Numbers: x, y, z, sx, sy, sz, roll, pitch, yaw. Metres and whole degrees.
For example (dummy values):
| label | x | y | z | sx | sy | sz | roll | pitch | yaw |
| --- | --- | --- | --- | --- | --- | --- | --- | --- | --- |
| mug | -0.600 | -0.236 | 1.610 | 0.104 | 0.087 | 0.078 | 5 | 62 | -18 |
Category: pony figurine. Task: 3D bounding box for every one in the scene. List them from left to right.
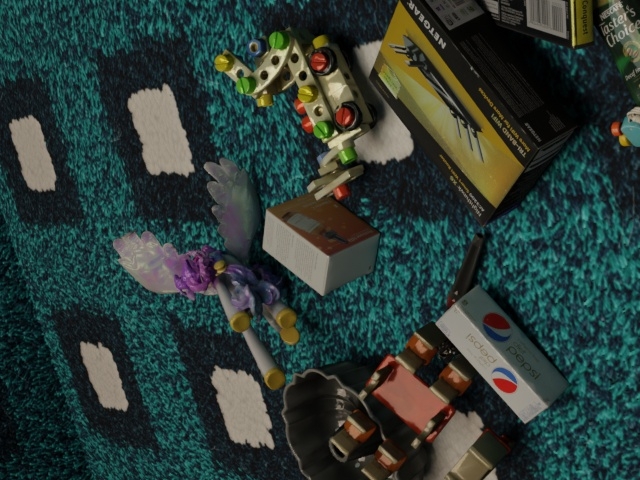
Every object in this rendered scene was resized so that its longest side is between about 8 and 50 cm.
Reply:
| label | x | y | z | sx | sy | sz | roll | pitch | yaw |
| --- | --- | --- | --- | --- | --- | --- | --- | --- | --- |
| pony figurine | -0.186 | 0.071 | 2.258 | 0.363 | 0.302 | 0.351 | 47 | 169 | 45 |

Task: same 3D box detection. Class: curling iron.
| label | x | y | z | sx | sy | sz | roll | pitch | yaw |
| --- | --- | --- | --- | --- | --- | --- | --- | --- | --- |
| curling iron | 0.239 | 0.098 | 1.924 | 0.068 | 0.035 | 0.274 | 27 | 129 | 25 |

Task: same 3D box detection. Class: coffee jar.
| label | x | y | z | sx | sy | sz | roll | pitch | yaw |
| --- | --- | --- | --- | --- | --- | --- | --- | --- | --- |
| coffee jar | 0.400 | -0.268 | 1.466 | 0.184 | 0.079 | 0.096 | 61 | 144 | 7 |

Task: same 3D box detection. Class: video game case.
| label | x | y | z | sx | sy | sz | roll | pitch | yaw |
| --- | --- | --- | --- | --- | --- | --- | --- | --- | --- |
| video game case | 0.268 | -0.397 | 1.525 | 0.275 | 0.035 | 0.248 | -138 | 37 | -61 |

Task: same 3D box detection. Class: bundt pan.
| label | x | y | z | sx | sy | sz | roll | pitch | yaw |
| --- | --- | --- | --- | --- | --- | --- | --- | --- | --- |
| bundt pan | 0.078 | 0.372 | 2.211 | 0.330 | 0.124 | 0.331 | 30 | 131 | 41 |

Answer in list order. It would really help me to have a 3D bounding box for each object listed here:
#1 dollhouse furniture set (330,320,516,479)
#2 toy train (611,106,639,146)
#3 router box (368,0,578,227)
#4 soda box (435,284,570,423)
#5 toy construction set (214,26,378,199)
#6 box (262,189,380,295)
| label | x | y | z | sx | sy | sz | roll | pitch | yaw |
| --- | --- | --- | --- | --- | --- | --- | --- | --- | --- |
| dollhouse furniture set | 0.191 | 0.301 | 1.961 | 0.259 | 0.135 | 0.262 | 41 | 114 | 13 |
| toy train | 0.456 | -0.136 | 1.468 | 0.166 | 0.046 | 0.125 | 23 | 161 | -4 |
| router box | 0.211 | -0.205 | 1.700 | 0.309 | 0.081 | 0.243 | 54 | 156 | 16 |
| soda box | 0.288 | 0.179 | 1.847 | 0.216 | 0.074 | 0.069 | 49 | 140 | 8 |
| toy construction set | -0.022 | -0.222 | 1.970 | 0.215 | 0.151 | 0.328 | -30 | 94 | 30 |
| box | 0.000 | 0.000 | 2.089 | 0.170 | 0.130 | 0.091 | 36 | 135 | 34 |
